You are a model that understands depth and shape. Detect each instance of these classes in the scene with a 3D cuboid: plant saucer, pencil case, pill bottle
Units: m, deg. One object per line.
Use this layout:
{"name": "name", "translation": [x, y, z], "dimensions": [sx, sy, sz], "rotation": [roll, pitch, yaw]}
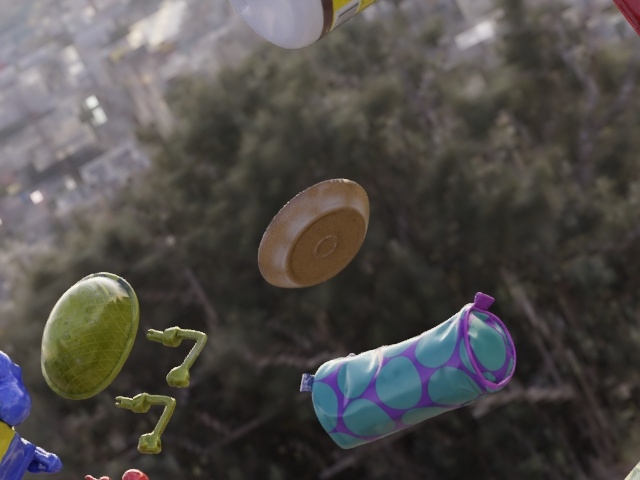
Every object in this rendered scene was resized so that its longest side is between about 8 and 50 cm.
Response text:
{"name": "plant saucer", "translation": [0.000, 0.000, 1.227], "dimensions": [0.083, 0.083, 0.015], "rotation": [-33, 52, -14]}
{"name": "pencil case", "translation": [0.062, 0.094, 1.379], "dimensions": [0.151, 0.064, 0.070], "rotation": [-24, 56, 37]}
{"name": "pill bottle", "translation": [0.029, -0.246, 1.521], "dimensions": [0.215, 0.117, 0.117], "rotation": [-37, 21, -25]}

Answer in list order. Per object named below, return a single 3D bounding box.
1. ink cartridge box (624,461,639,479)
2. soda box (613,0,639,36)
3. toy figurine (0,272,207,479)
{"name": "ink cartridge box", "translation": [0.309, 0.170, 1.372], "dimensions": [0.171, 0.235, 0.056], "rotation": [5, 50, -21]}
{"name": "soda box", "translation": [0.238, -0.137, 1.175], "dimensions": [0.083, 0.092, 0.263], "rotation": [-38, -3, 13]}
{"name": "toy figurine", "translation": [-0.290, 0.182, 1.804], "dimensions": [0.191, 0.217, 0.363], "rotation": [23, 85, 37]}
